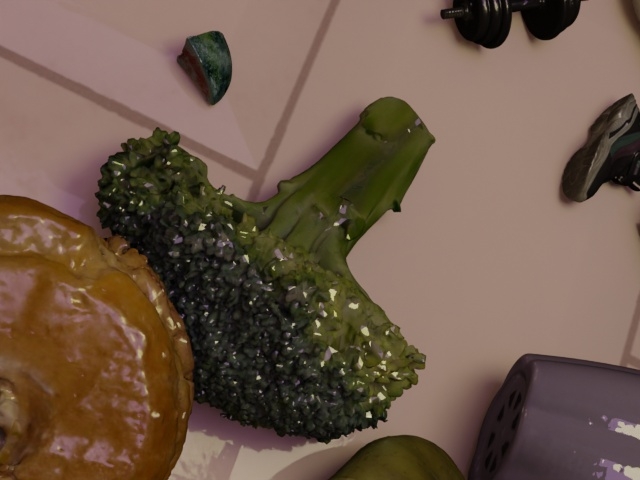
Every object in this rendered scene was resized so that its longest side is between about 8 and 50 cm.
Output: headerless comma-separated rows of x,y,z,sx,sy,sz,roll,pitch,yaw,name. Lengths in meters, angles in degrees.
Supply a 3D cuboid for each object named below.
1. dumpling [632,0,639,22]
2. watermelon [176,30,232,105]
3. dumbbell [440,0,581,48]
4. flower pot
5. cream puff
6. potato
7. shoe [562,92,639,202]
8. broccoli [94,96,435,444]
0.493,-0.324,1.514,0.172,0.142,0.247,14,61,-53,dumpling
-0.133,-0.194,1.295,0.061,0.085,0.085,5,70,24,watermelon
0.241,-0.290,1.416,0.208,0.099,0.099,-12,81,-21,dumbbell
0.300,0.242,1.238,0.243,0.265,0.265,23,70,0,flower pot
-0.277,0.133,1.048,0.327,0.231,0.343,-23,91,-5,cream puff
0.072,0.286,1.158,0.248,0.143,0.169,-30,106,-64,potato
0.372,-0.098,1.433,0.099,0.071,0.169,40,64,-9,shoe
0.004,0.036,1.218,0.397,0.275,0.353,-14,100,-42,broccoli
